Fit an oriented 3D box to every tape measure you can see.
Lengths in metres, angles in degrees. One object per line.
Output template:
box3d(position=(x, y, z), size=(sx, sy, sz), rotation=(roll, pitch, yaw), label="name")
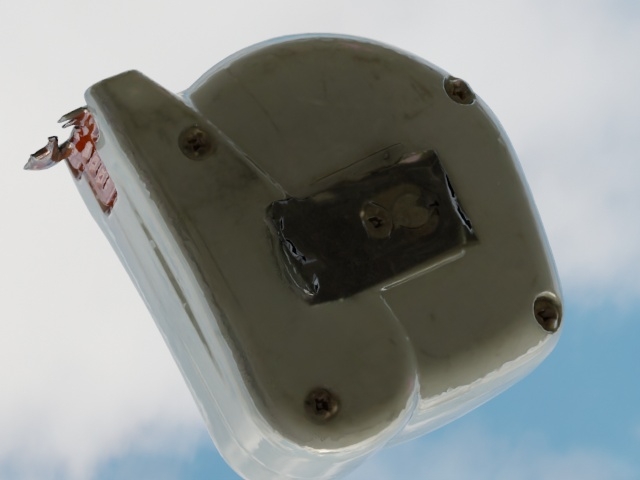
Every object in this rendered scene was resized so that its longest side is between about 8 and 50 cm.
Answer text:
box3d(position=(0.000, 0.000, 1.164), size=(0.265, 0.130, 0.258), rotation=(-24, -104, -23), label="tape measure")
